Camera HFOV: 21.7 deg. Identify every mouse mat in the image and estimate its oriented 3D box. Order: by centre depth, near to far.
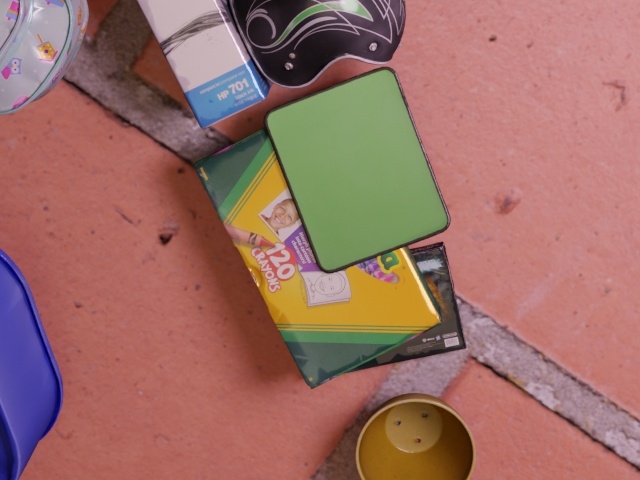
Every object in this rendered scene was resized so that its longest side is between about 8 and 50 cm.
[{"bbox_3d":[0.039,-0.074,1.780,0.153,0.007,0.189,-20,94,5],"label":"mouse mat"}]

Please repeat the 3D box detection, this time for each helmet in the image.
[{"bbox_3d":[0.004,-0.248,1.749,0.161,0.169,0.169,-24,103,18],"label":"helmet"}]

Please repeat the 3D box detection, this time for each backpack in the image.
[{"bbox_3d":[-0.319,-0.210,1.567,0.188,0.144,0.166,31,98,-9],"label":"backpack"}]

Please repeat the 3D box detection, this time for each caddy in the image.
[{"bbox_3d":[-0.426,0.132,1.851,0.241,0.179,0.341,-5,122,13],"label":"caddy"}]

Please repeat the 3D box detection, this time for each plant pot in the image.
[{"bbox_3d":[0.107,0.227,1.907,0.134,0.095,0.134,0,106,1],"label":"plant pot"}]

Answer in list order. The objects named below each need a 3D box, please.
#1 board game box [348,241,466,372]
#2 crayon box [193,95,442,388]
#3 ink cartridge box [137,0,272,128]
[{"bbox_3d":[0.063,0.081,1.904,0.186,0.026,0.126,-12,103,5],"label":"board game box"},{"bbox_3d":[0.000,0.000,1.835,0.165,0.081,0.278,-27,94,6],"label":"crayon box"},{"bbox_3d":[-0.128,-0.229,1.766,0.082,0.139,0.190,-23,103,9],"label":"ink cartridge box"}]
